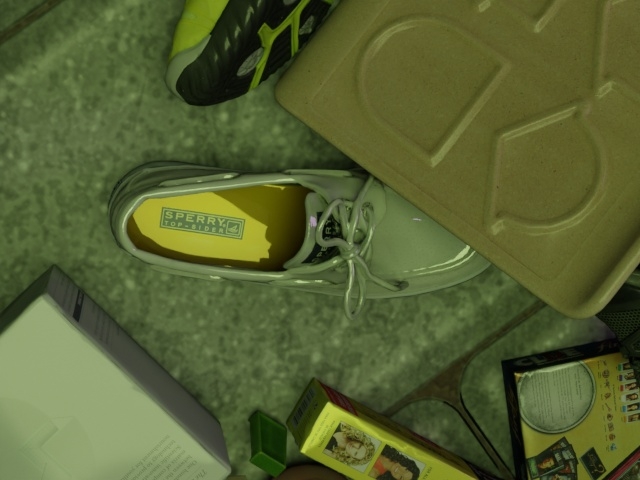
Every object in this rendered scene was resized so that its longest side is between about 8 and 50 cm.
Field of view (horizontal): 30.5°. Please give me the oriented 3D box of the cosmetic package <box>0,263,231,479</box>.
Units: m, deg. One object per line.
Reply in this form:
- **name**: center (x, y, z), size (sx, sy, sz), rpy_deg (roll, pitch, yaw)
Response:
- **cosmetic package**: center (-0.238, 0.184, 1.034), size (0.224, 0.138, 0.224), rpy_deg (-43, 103, 1)

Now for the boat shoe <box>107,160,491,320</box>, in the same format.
- **boat shoe**: center (0.000, -0.009, 1.025), size (0.367, 0.156, 0.135), rpy_deg (7, 100, -10)

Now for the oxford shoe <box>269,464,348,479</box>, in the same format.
- **oxford shoe**: center (-0.028, 0.422, 1.109), size (0.141, 0.146, 0.396), rpy_deg (1, 103, -12)

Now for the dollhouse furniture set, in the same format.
- **dollhouse furniture set**: center (-0.097, 0.234, 1.127), size (0.076, 0.058, 0.151), rpy_deg (35, 113, -21)

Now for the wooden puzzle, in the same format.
- **wooden puzzle**: center (0.184, -0.150, 1.011), size (0.348, 0.080, 0.322), rpy_deg (38, 88, 16)

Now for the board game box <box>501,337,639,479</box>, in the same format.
- **board game box**: center (0.279, 0.225, 1.177), size (0.165, 0.042, 0.243), rpy_deg (-10, 102, -7)

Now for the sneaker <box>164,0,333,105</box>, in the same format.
- **sneaker**: center (-0.040, -0.295, 0.992), size (0.147, 0.145, 0.384), rpy_deg (30, 96, 12)

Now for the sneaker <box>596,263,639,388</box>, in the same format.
- **sneaker**: center (0.281, 0.071, 1.093), size (0.228, 0.087, 0.130), rpy_deg (17, 112, 18)

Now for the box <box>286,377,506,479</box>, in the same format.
- **box**: center (0.083, 0.216, 1.122), size (0.232, 0.087, 0.058), rpy_deg (29, 93, -12)
